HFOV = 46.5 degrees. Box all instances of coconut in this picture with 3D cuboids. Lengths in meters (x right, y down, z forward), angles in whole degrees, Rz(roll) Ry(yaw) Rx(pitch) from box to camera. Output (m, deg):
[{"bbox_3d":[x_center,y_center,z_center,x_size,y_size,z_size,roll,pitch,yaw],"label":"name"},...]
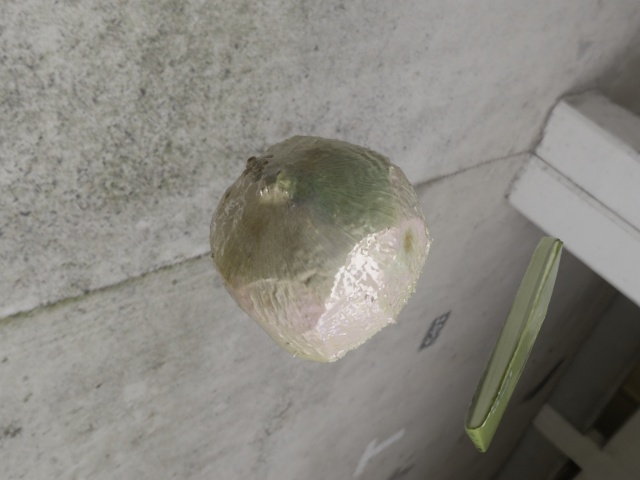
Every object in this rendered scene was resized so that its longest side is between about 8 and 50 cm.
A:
[{"bbox_3d":[-0.003,0.002,0.631,0.194,0.194,0.194,-36,153,-22],"label":"coconut"}]

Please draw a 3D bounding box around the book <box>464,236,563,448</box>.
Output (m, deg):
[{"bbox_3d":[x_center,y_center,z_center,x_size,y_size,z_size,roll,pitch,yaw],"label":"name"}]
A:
[{"bbox_3d":[0.246,0.152,0.965,0.239,0.035,0.352,-64,161,-12],"label":"book"}]
